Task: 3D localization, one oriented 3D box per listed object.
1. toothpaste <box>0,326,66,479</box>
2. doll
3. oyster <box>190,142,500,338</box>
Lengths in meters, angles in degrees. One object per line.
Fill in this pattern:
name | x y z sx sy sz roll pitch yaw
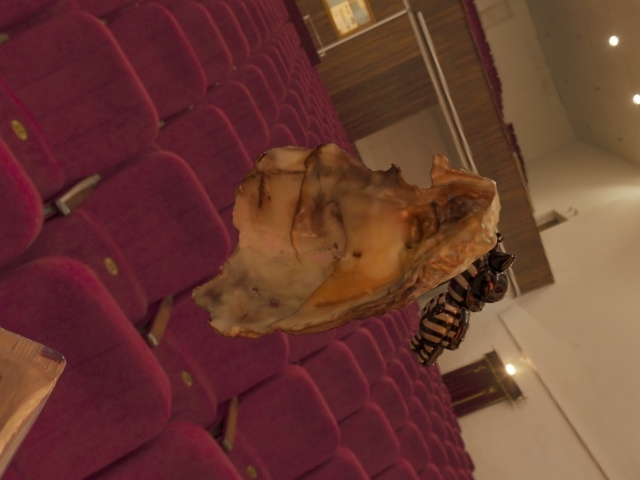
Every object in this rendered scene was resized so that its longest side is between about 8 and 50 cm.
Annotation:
toothpaste | -0.301 0.223 0.371 0.125 0.370 0.080 23 -2 -2
doll | 0.201 0.084 0.807 0.067 0.219 0.091 22 19 -25
oyster | 0.005 0.002 0.562 0.271 0.275 0.100 41 13 29
